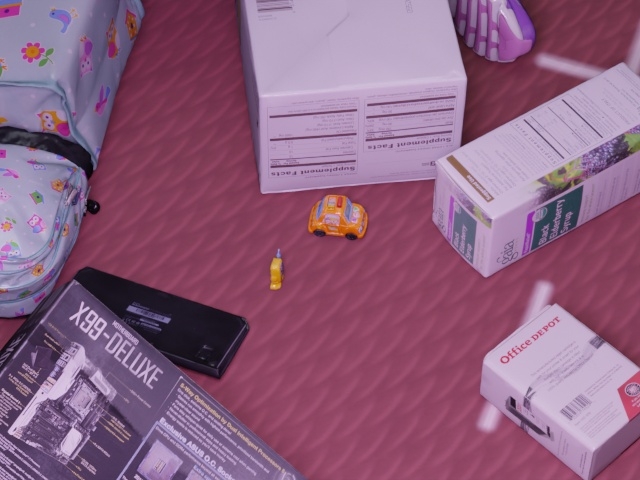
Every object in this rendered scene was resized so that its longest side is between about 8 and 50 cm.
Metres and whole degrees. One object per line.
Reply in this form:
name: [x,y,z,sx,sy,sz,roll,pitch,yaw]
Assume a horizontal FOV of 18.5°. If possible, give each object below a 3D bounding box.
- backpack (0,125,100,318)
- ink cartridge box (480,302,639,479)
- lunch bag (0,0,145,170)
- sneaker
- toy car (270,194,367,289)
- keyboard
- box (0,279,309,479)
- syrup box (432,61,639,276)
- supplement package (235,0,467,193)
backpack: [-0.298,-0.019,1.858,0.152,0.115,0.182,7,54,3]
ink cartridge box: [0.224,0.135,1.760,0.099,0.056,0.135,-36,59,-26]
lunch bag: [-0.337,-0.193,1.978,0.262,0.160,0.223,2,54,17]
sneaker: [0.174,-0.287,2.092,0.104,0.095,0.236,-17,51,-22]
toy car: [0.000,0.000,1.885,0.060,0.040,0.122,21,53,17]
keyboard: [-0.168,0.086,1.825,0.180,0.023,0.108,17,41,15]
box: [-0.164,0.220,1.579,0.307,0.076,0.242,41,56,-11]
syrup box: [0.228,-0.070,1.905,0.237,0.093,0.096,-29,56,-21]
supplement package: [0.023,-0.197,1.980,0.204,0.145,0.262,-5,50,-5]
